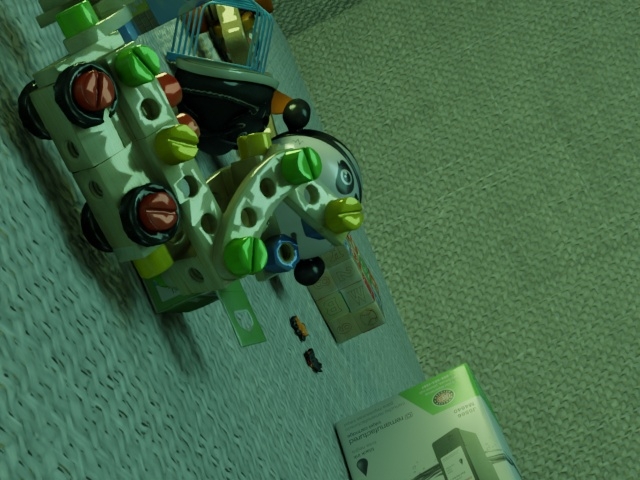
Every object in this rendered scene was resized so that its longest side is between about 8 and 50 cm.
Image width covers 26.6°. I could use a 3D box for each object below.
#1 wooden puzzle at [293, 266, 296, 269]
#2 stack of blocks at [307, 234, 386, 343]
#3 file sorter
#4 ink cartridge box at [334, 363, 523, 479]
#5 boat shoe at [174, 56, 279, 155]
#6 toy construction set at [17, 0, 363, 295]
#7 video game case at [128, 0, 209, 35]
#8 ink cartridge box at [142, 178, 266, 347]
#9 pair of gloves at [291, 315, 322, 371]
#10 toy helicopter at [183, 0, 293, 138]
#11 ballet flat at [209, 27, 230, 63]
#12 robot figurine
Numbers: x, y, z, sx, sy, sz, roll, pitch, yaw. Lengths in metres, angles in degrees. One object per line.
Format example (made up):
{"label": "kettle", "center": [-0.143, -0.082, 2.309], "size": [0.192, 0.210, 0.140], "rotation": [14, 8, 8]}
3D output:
{"label": "wooden puzzle", "center": [-0.065, -0.016, 2.073], "size": [0.078, 0.014, 0.116], "rotation": [-107, 171, -51]}
{"label": "stack of blocks", "center": [0.000, 0.000, 2.216], "size": [0.297, 0.087, 0.171], "rotation": [63, 6, -17]}
{"label": "file sorter", "center": [-0.134, -0.287, 1.900], "size": [0.170, 0.118, 0.104], "rotation": [-32, 133, -84]}
{"label": "ink cartridge box", "center": [0.155, 0.321, 1.722], "size": [0.115, 0.198, 0.273], "rotation": [59, 8, -42]}
{"label": "boat shoe", "center": [-0.126, -0.163, 1.718], "size": [0.340, 0.127, 0.113], "rotation": [-120, -137, -87]}
{"label": "toy construction set", "center": [-0.121, -0.092, 1.087], "size": [0.215, 0.151, 0.327], "rotation": [-39, 95, -39]}
{"label": "video game case", "center": [-0.147, -0.348, 1.417], "size": [0.025, 0.285, 0.204], "rotation": [-102, 165, -63]}
{"label": "ink cartridge box", "center": [-0.126, 0.010, 1.216], "size": [0.109, 0.062, 0.209], "rotation": [16, 49, -81]}
{"label": "pair of gloves", "center": [-0.018, 0.142, 1.857], "size": [0.074, 0.010, 0.083], "rotation": [45, 21, -73]}
{"label": "toy helicopter", "center": [-0.113, -0.253, 2.183], "size": [0.235, 0.140, 0.355], "rotation": [73, 1, -62]}
{"label": "ballet flat", "center": [-0.163, -0.352, 2.418], "size": [0.173, 0.049, 0.057], "rotation": [63, 6, -19]}
{"label": "robot figurine", "center": [-0.024, -0.067, 1.864], "size": [0.209, 0.173, 0.278], "rotation": [47, 7, -3]}
